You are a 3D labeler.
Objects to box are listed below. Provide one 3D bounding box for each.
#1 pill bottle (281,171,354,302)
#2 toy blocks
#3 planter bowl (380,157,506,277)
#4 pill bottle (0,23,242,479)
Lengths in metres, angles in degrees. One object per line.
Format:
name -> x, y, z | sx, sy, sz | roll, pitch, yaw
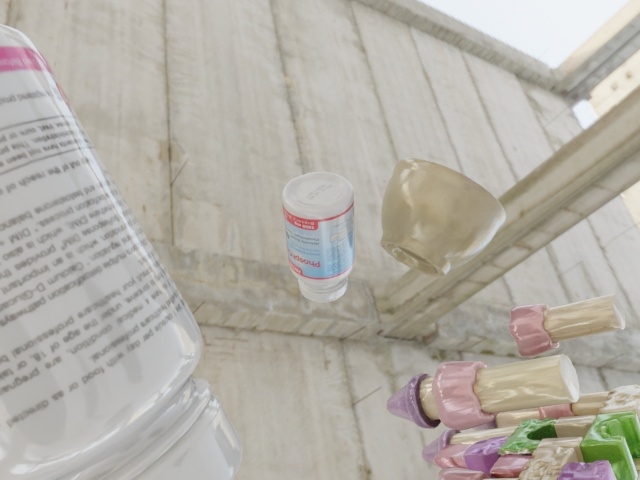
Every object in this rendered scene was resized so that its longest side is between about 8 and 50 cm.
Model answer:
pill bottle -> 0.000, 0.000, 0.784 | 0.087, 0.160, 0.087 | -2, -141, 2
toy blocks -> 0.216, 0.250, 0.681 | 0.289, 0.260, 0.308 | -16, -94, -54
planter bowl -> 0.145, -0.018, 0.817 | 0.162, 0.162, 0.109 | 33, -100, -13
pill bottle -> -0.170, 0.040, 0.358 | 0.160, 0.160, 0.283 | -39, -76, -48
